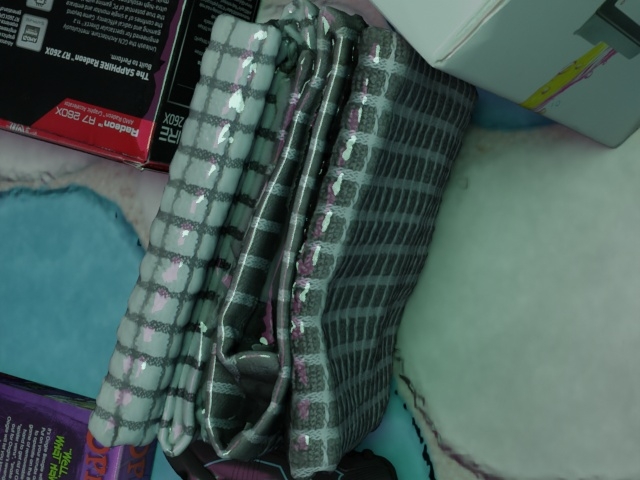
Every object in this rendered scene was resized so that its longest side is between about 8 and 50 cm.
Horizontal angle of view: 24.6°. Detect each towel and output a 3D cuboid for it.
[{"bbox_3d":[0.000,0.000,0.808,0.121,0.284,0.235,18,94,10],"label":"towel"}]

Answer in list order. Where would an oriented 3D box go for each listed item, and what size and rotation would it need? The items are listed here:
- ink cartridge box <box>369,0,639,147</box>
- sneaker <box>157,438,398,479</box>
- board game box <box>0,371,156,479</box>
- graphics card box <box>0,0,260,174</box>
[{"bbox_3d":[0.119,-0.199,0.769,0.197,0.270,0.198,-47,66,17],"label":"ink cartridge box"},{"bbox_3d":[-0.004,0.168,0.917,0.106,0.101,0.267,-43,63,-7],"label":"sneaker"},{"bbox_3d":[-0.239,0.272,1.047,0.208,0.056,0.346,12,91,33],"label":"board game box"},{"bbox_3d":[-0.140,-0.247,1.014,0.233,0.094,0.371,16,94,29],"label":"graphics card box"}]
